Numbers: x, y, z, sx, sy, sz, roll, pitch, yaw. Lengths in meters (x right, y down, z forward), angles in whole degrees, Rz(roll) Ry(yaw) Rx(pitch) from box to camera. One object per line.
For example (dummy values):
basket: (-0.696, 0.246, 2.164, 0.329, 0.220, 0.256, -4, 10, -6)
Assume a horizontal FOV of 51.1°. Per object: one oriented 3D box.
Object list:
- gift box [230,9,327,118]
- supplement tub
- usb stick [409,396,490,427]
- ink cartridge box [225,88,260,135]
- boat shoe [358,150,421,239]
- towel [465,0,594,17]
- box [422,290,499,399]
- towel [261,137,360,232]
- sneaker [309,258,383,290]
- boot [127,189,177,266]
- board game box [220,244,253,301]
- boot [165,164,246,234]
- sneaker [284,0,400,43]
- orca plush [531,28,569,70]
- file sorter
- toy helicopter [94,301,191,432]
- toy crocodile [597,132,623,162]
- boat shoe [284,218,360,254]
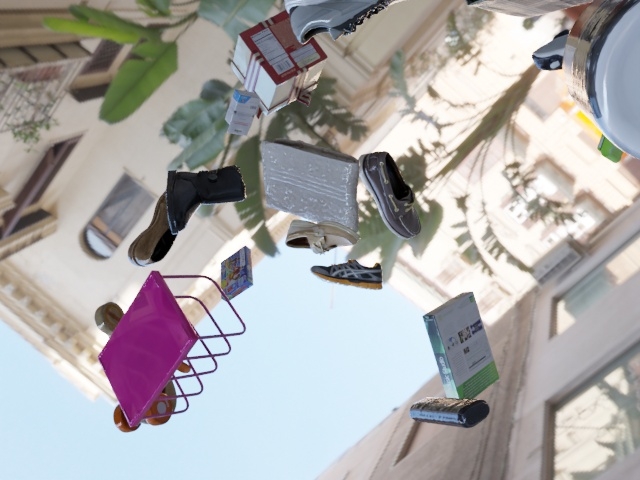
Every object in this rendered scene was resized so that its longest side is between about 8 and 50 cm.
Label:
gift box: (-0.145, -0.580, 2.288, 0.276, 0.255, 0.258, 59, 161, 5)
supplement tub: (0.421, -0.224, 0.838, 0.207, 0.207, 0.338, 42, -156, -3)
usb stick: (0.266, 0.360, 1.411, 0.045, 0.077, 0.278, 67, 162, 6)
ink cartridge box: (-0.156, -0.252, 1.320, 0.048, 0.083, 0.028, 3, -146, -36)
boat shoe: (0.231, -0.136, 2.047, 0.324, 0.097, 0.116, 57, -134, -25)
towel: (0.569, -0.623, 1.650, 0.324, 0.312, 0.056, -10, -83, -44)
box: (0.465, 0.355, 2.201, 0.232, 0.059, 0.321, -21, -85, -41)
towel: (-0.024, -0.131, 1.564, 0.282, 0.187, 0.049, 21, -143, 34)
sneaker: (0.076, 0.091, 1.918, 0.215, 0.083, 0.084, 9, 177, -5)
boot: (-0.424, -0.052, 1.917, 0.112, 0.115, 0.305, 45, -123, -33)
board game box: (-0.323, 0.126, 2.571, 0.035, 0.136, 0.201, 42, -155, -36)
boot: (-0.302, -0.118, 1.783, 0.207, 0.094, 0.246, -6, -141, -6)
sneaker: (0.067, -0.451, 1.300, 0.100, 0.272, 0.107, -13, -85, -72)
orca plush: (0.691, -0.495, 1.739, 0.151, 0.287, 0.102, 39, 157, 55)
file sorter: (-0.335, 0.242, 1.529, 0.182, 0.290, 0.202, 5, -141, -50)
toy helicopter: (-0.484, 0.318, 1.789, 0.354, 0.140, 0.235, 65, -151, -9)
toy crocodile: (0.703, -0.337, 1.480, 0.115, 0.340, 0.105, 19, -178, -45)
boat shoe: (0.000, 0.000, 1.269, 0.170, 0.059, 0.063, 5, 150, 45)
